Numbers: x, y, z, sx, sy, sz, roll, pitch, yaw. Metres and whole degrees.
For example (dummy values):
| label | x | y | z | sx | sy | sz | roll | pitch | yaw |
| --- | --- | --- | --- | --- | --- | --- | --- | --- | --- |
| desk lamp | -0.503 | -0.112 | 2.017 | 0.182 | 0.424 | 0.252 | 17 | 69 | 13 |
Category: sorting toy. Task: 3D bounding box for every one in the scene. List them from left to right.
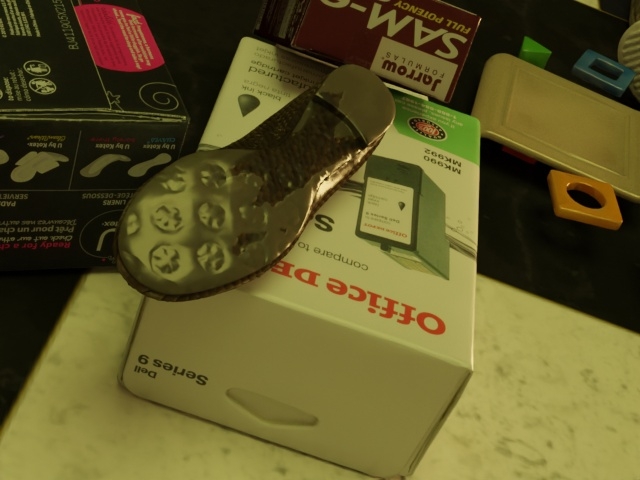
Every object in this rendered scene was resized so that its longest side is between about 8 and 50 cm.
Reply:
| label | x | y | z | sx | sy | sz | roll | pitch | yaw |
| --- | --- | --- | --- | --- | --- | --- | --- | --- | --- |
| sorting toy | 0.251 | -0.110 | 1.075 | 0.196 | 0.047 | 0.347 | 21 | 38 | 2 |

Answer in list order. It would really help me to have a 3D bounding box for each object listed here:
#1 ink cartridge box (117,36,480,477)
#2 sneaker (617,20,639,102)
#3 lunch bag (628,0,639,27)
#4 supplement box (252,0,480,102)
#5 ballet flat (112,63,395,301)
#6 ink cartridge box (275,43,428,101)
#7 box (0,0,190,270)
| label | x | y | z | sx | sy | sz | roll | pitch | yaw |
| --- | --- | --- | --- | --- | --- | --- | --- | --- | --- |
| ink cartridge box | 0.000 | 0.000 | 0.751 | 0.211 | 0.121 | 0.289 | 19 | 39 | -6 |
| sneaker | 0.480 | -0.171 | 1.230 | 0.282 | 0.102 | 0.161 | 40 | 36 | 3 |
| lunch bag | 0.550 | -0.374 | 1.381 | 0.287 | 0.235 | 0.169 | -17 | 59 | -41 |
| supplement box | 0.027 | -0.178 | 0.858 | 0.130 | 0.073 | 0.239 | 17 | 10 | -15 |
| ballet flat | -0.037 | -0.035 | 0.640 | 0.084 | 0.058 | 0.250 | 48 | 48 | -3 |
| ink cartridge box | 0.036 | -0.116 | 0.987 | 0.145 | 0.045 | 0.179 | 7 | 60 | -22 |
| box | -0.217 | -0.108 | 0.750 | 0.163 | 0.142 | 0.247 | -2 | 44 | -28 |
